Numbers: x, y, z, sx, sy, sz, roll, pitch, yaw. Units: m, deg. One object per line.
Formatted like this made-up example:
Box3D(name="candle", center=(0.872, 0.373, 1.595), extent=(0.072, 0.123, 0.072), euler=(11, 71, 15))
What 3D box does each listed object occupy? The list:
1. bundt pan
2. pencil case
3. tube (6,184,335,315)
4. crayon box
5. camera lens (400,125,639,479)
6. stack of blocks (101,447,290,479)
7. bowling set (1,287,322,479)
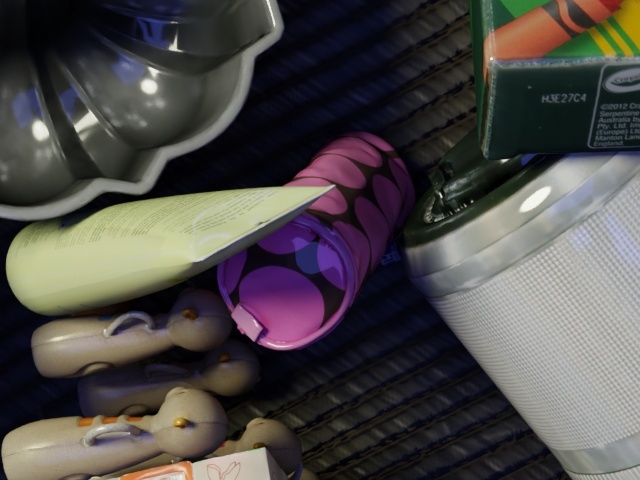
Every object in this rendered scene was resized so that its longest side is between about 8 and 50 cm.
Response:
Box3D(name="bundt pan", center=(-0.190, -0.166, 0.842), extent=(0.330, 0.124, 0.331), euler=(2, 82, -15))
Box3D(name="pencil case", center=(0.000, 0.000, 0.864), extent=(0.098, 0.209, 0.095), euler=(-38, 92, 21))
Box3D(name="tube", center=(-0.097, 0.005, 0.774), extent=(0.062, 0.240, 0.070), euler=(29, 66, -31))
Box3D(name="crayon box", center=(0.179, -0.197, 0.783), extent=(0.202, 0.319, 0.081), euler=(-2, 145, 2))
Box3D(name="camera lens", center=(0.200, 0.031, 0.858), extent=(0.219, 0.219, 0.274), euler=(-38, 98, 9))
Box3D(name="stack of blocks", center=(-0.036, 0.223, 0.876), extent=(0.171, 0.297, 0.087), euler=(-14, 61, 6))
Box3D(name="bowling set", center=(-0.096, 0.083, 0.904), extent=(0.154, 0.287, 0.200), euler=(-11, 70, 4))
